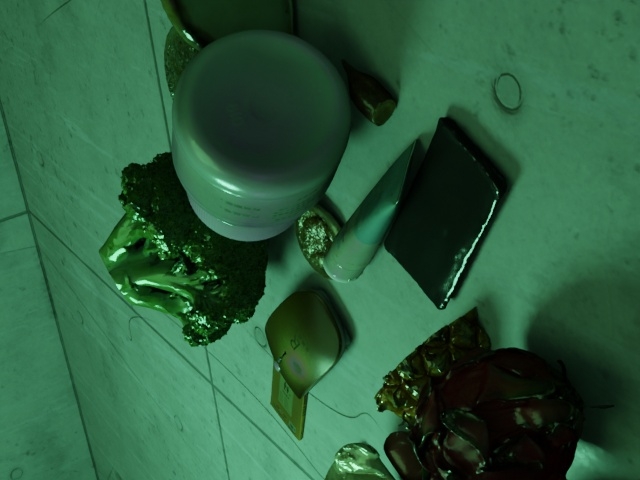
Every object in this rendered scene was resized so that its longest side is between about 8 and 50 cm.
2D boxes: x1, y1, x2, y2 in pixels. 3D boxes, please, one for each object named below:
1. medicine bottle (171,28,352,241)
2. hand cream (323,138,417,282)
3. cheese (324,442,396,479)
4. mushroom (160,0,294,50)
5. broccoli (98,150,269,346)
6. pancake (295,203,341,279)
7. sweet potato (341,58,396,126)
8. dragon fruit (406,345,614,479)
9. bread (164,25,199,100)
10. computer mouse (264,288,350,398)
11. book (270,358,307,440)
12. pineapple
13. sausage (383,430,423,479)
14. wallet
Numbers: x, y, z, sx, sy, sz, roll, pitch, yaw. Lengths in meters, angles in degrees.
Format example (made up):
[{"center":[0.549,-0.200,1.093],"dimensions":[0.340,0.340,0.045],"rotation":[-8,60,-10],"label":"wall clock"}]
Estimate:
[{"center":[-0.097,-0.143,1.483],"dimensions":[0.256,0.256,0.325],"rotation":[62,166,11],"label":"medicine bottle"},{"center":[0.073,-0.028,1.460],"dimensions":[0.070,0.111,0.312],"rotation":[22,148,-3],"label":"hand cream"},{"center":[0.115,0.471,1.641],"dimensions":[0.266,0.127,0.233],"rotation":[39,164,48],"label":"cheese"},{"center":[-0.170,-0.428,1.462],"dimensions":[0.212,0.218,0.292],"rotation":[48,147,41],"label":"mushroom"},{"center":[-0.235,0.012,1.805],"dimensions":[0.321,0.310,0.413],"rotation":[32,170,7],"label":"broccoli"},{"center":[0.001,-0.001,1.675],"dimensions":[0.152,0.025,0.151],"rotation":[42,144,40],"label":"pancake"},{"center":[0.062,-0.216,1.388],"dimensions":[0.117,0.049,0.049],"rotation":[55,150,22],"label":"sweet potato"},{"center":[0.247,0.243,1.237],"dimensions":[0.293,0.234,0.233],"rotation":[-18,94,50],"label":"dragon fruit"},{"center":[-0.231,-0.291,1.858],"dimensions":[0.267,0.041,0.266],"rotation":[40,142,41],"label":"bread"},{"center":[-0.037,0.199,1.841],"dimensions":[0.158,0.072,0.310],"rotation":[62,153,14],"label":"computer mouse"},{"center":[-0.068,0.329,2.048],"dimensions":[0.118,0.012,0.172],"rotation":[47,146,35],"label":"book"},{"center":[0.171,0.236,1.434],"dimensions":[0.164,0.140,0.250],"rotation":[59,148,14],"label":"pineapple"},{"center":[0.148,0.363,1.644],"dimensions":[0.054,0.059,0.094],"rotation":[-40,72,16],"label":"sausage"},{"center":[0.169,-0.032,1.353],"dimensions":[0.146,0.030,0.285],"rotation":[56,149,27],"label":"wallet"}]
